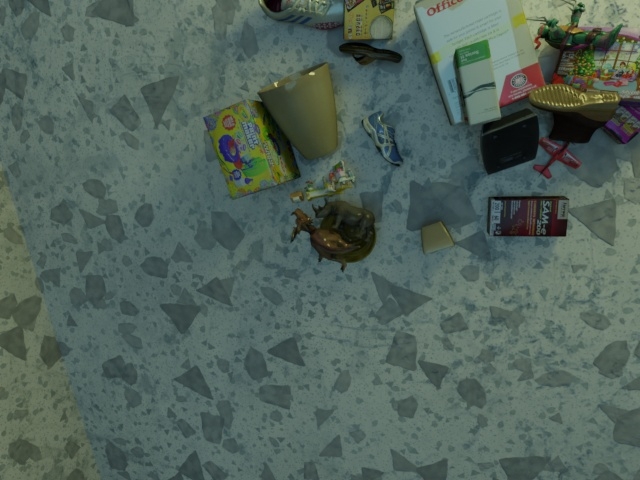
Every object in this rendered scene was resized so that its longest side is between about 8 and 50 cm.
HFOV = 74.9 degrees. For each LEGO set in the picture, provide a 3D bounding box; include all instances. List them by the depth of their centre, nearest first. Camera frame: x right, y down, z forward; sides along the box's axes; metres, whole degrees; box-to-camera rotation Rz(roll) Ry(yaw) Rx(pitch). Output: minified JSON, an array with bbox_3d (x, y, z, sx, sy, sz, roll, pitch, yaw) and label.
[{"bbox_3d":[0.011,-0.221,1.552,0.286,0.132,0.107,-14,83,41],"label":"LEGO set"}]

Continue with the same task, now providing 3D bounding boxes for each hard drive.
[{"bbox_3d":[0.587,-0.306,1.310,0.171,0.254,0.054,-19,64,19],"label":"hard drive"}]

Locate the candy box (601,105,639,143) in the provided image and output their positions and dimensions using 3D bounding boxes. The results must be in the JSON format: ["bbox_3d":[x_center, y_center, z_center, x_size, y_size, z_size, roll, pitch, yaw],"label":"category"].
[{"bbox_3d":[0.949,-0.431,1.256,0.159,0.071,0.233,44,111,3],"label":"candy box"}]

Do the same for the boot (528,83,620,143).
[{"bbox_3d":[0.726,-0.363,1.255,0.248,0.207,0.090,7,69,8],"label":"boot"}]

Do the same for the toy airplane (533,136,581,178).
[{"bbox_3d":[0.767,-0.265,1.372,0.151,0.028,0.152,4,102,20],"label":"toy airplane"}]

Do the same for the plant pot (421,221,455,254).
[{"bbox_3d":[0.413,-0.013,1.499,0.108,0.109,0.097,-18,86,19],"label":"plant pot"}]

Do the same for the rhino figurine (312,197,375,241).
[{"bbox_3d":[0.080,-0.085,1.486,0.243,0.073,0.107,22,89,13],"label":"rhino figurine"}]

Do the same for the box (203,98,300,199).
[{"bbox_3d":[-0.230,-0.326,1.495,0.176,0.279,0.290,-15,99,18],"label":"box"}]

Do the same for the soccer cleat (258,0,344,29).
[{"bbox_3d":[-0.051,-0.782,1.399,0.330,0.143,0.116,9,106,13],"label":"soccer cleat"}]

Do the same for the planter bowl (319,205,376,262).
[{"bbox_3d":[0.111,-0.031,1.577,0.216,0.090,0.218,4,104,17],"label":"planter bowl"}]

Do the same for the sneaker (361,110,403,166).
[{"bbox_3d":[0.231,-0.355,1.467,0.081,0.080,0.211,-34,95,23],"label":"sneaker"}]

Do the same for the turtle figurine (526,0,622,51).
[{"bbox_3d":[0.716,-0.605,1.195,0.234,0.175,0.118,28,152,26],"label":"turtle figurine"}]

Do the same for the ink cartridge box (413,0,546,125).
[{"bbox_3d":[0.483,-0.590,1.294,0.278,0.160,0.385,-18,100,19],"label":"ink cartridge box"}]

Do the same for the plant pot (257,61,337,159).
[{"bbox_3d":[-0.046,-0.434,1.457,0.256,0.257,0.274,-15,117,18],"label":"plant pot"}]

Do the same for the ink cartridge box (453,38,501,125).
[{"bbox_3d":[0.439,-0.435,1.180,0.086,0.153,0.209,-12,101,18],"label":"ink cartridge box"}]

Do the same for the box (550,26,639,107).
[{"bbox_3d":[0.849,-0.505,1.215,0.293,0.057,0.201,18,99,28],"label":"box"}]

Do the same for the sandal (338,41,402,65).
[{"bbox_3d":[0.166,-0.627,1.425,0.219,0.090,0.060,13,129,4],"label":"sandal"}]

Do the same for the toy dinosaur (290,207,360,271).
[{"bbox_3d":[0.000,0.000,1.456,0.200,0.295,0.127,36,85,-33],"label":"toy dinosaur"}]

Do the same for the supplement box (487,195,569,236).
[{"bbox_3d":[0.697,-0.082,1.416,0.239,0.073,0.131,0,104,14],"label":"supplement box"}]

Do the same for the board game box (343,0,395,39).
[{"bbox_3d":[0.156,-0.780,1.341,0.164,0.042,0.244,0,121,0],"label":"board game box"}]
